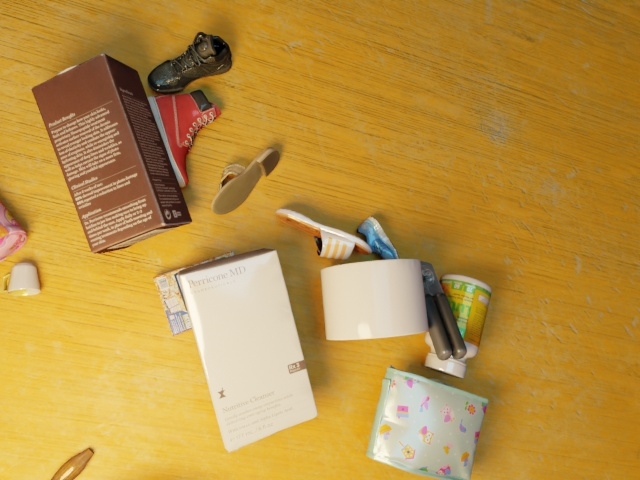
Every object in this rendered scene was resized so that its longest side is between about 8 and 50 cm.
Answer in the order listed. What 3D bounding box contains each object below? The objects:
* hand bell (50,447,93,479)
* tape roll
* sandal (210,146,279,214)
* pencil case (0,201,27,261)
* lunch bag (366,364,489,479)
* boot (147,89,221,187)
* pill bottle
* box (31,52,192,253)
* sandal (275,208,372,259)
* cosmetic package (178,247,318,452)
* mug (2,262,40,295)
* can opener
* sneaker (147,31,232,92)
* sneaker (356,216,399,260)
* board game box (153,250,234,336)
[{"bbox_3d":[-0.573,0.530,0.927,0.126,0.126,0.242,49,60,-2],"label":"hand bell"},{"bbox_3d":[0.127,0.143,1.088,0.246,0.246,0.169,-3,80,-15],"label":"tape roll"},{"bbox_3d":[-0.211,-0.162,1.160,0.079,0.088,0.240,31,63,25],"label":"sandal"},{"bbox_3d":[-0.771,-0.077,0.970,0.284,0.124,0.124,46,73,-2],"label":"pencil case"},{"bbox_3d":[0.245,0.445,1.109,0.262,0.160,0.223,22,76,-15],"label":"lunch bag"},{"bbox_3d":[-0.320,-0.260,1.133,0.176,0.088,0.244,-15,80,-18],"label":"boot"},{"bbox_3d":[0.351,0.223,1.186,0.136,0.136,0.245,21,75,-10],"label":"pill bottle"},{"bbox_3d":[-0.455,-0.182,1.008,0.191,0.143,0.381,-19,92,11],"label":"box"},{"bbox_3d":[-0.002,0.002,1.164,0.265,0.102,0.076,22,76,-1],"label":"sandal"},{"bbox_3d":[-0.164,0.224,1.012,0.217,0.156,0.385,-17,97,-16],"label":"cosmetic package"},{"bbox_3d":[-0.658,0.084,0.996,0.078,0.062,0.064,-4,73,-21],"label":"mug"},{"bbox_3d":[0.279,0.175,1.145,0.076,0.095,0.283,-1,51,-13],"label":"can opener"},{"bbox_3d":[-0.330,-0.452,1.142,0.227,0.130,0.087,-24,85,-15],"label":"sneaker"},{"bbox_3d":[0.155,0.019,1.225,0.073,0.063,0.162,-33,86,1],"label":"sneaker"},{"bbox_3d":[-0.280,0.126,1.091,0.193,0.045,0.146,-19,85,-17],"label":"board game box"}]
